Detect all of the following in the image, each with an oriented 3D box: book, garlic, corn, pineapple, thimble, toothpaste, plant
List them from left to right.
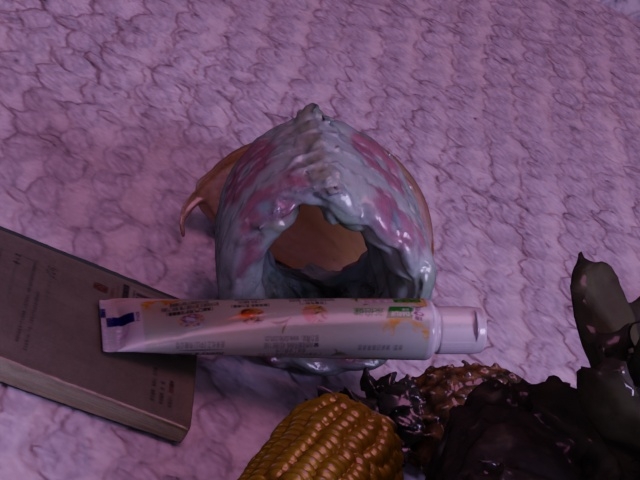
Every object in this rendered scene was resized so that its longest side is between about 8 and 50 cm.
[{"bbox_3d":[-0.229,0.054,1.399,0.282,0.025,0.215,22,24,-10],"label":"book"},{"bbox_3d":[-0.020,0.196,1.226,0.106,0.106,0.305,30,25,8],"label":"corn"},{"bbox_3d":[-0.020,0.070,1.426,0.314,0.056,0.058,1,-15,-10],"label":"toothpaste"},{"bbox_3d":[-0.003,-0.025,1.681,0.245,0.145,0.164,22,56,-4],"label":"garlic"},{"bbox_3d":[0.000,0.000,1.513,0.185,0.211,0.149,-7,32,-2],"label":"thimble"},{"bbox_3d":[0.078,0.150,1.437,0.197,0.108,0.108,3,31,-20],"label":"pineapple"},{"bbox_3d":[0.187,0.178,1.220,0.213,0.312,0.215,26,21,-9],"label":"plant"}]
